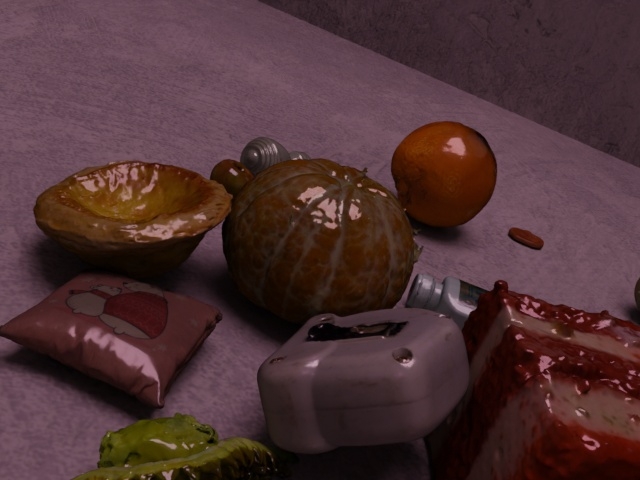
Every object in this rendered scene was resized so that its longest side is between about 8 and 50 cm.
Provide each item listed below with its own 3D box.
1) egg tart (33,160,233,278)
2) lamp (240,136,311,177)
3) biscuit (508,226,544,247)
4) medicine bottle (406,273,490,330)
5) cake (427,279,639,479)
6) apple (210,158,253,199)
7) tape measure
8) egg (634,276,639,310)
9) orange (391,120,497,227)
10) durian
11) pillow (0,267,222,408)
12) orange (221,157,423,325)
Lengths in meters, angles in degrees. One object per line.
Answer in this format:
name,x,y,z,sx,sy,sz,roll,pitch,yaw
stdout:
egg tart,-0.285,-0.026,1.160,0.318,0.128,0.319,2,23,-1
lamp,-0.096,-0.172,1.654,0.106,0.106,0.193,39,22,32
biscuit,0.515,-0.007,1.864,0.091,0.015,0.078,25,25,9
medicine bottle,0.273,0.129,1.359,0.228,0.083,0.121,20,29,1
cake,0.312,0.252,0.950,0.269,0.270,0.319,16,28,-10
apple,-0.180,-0.123,1.519,0.089,0.074,0.089,19,26,-10
tape measure,0.053,0.163,0.955,0.265,0.130,0.258,-10,5,20
egg,0.797,0.129,1.644,0.201,0.164,0.164,17,26,-1
orange,0.284,-0.151,1.712,0.246,0.246,0.246,16,27,-9
durian,-0.170,0.248,0.796,0.375,0.107,0.132,2,26,-41
pillow,-0.268,0.116,0.992,0.236,0.084,0.223,20,24,9
orange,0.000,0.000,1.224,0.329,0.249,0.329,22,21,-9
